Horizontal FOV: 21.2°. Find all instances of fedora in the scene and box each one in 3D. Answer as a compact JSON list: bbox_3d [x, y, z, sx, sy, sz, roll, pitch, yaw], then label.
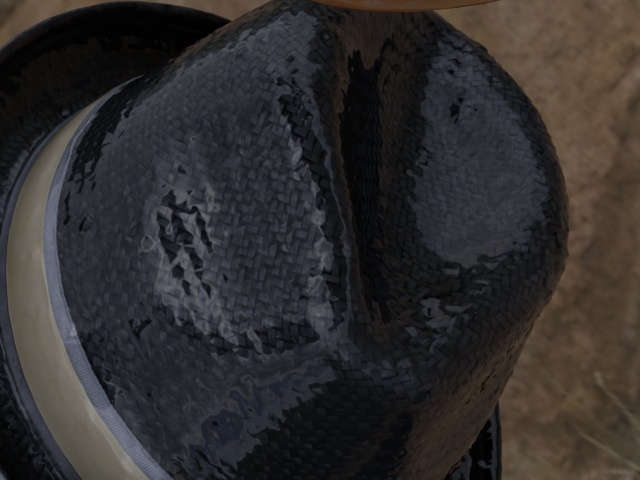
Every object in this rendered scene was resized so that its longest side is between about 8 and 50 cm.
[{"bbox_3d":[0.000,0.000,0.704,0.152,0.334,0.334,-42,42,37],"label":"fedora"}]

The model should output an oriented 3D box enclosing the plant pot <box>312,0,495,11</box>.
[{"bbox_3d":[0.033,-0.187,0.360,0.291,0.291,0.203,-33,69,25],"label":"plant pot"}]
